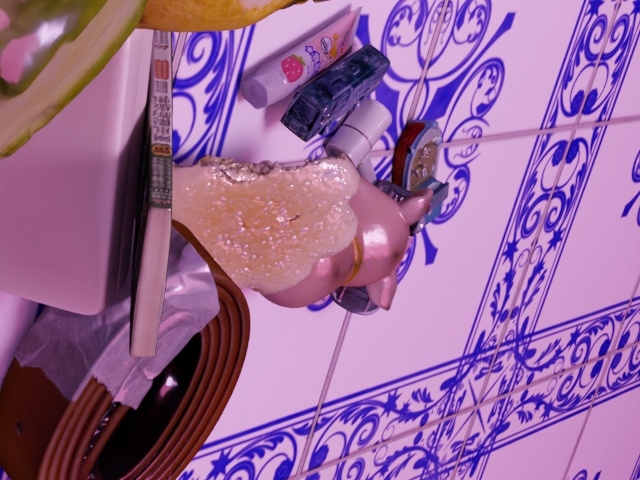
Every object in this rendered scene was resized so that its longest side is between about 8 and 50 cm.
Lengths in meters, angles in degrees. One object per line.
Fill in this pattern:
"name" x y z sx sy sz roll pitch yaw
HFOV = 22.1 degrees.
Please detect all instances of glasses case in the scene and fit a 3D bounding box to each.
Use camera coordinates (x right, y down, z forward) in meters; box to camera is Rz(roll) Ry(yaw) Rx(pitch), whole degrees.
"glasses case" -0.234 -0.087 1.507 0.070 0.131 0.313 -59 161 -59

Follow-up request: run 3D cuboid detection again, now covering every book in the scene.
"book" -0.160 -0.052 1.564 0.202 0.027 0.264 104 -13 -45

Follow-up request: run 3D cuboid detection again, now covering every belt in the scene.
"belt" -0.210 0.141 1.721 0.217 0.122 0.338 19 106 -46

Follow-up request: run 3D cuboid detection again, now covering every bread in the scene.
"bread" -0.076 -0.012 1.794 0.251 0.039 0.182 -3 121 -17

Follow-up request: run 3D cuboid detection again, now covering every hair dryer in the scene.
"hair dryer" 0.055 -0.109 2.039 0.082 0.047 0.137 -51 154 -19

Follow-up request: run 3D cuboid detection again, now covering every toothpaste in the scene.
"toothpaste" -0.015 -0.203 1.856 0.194 0.043 0.067 -38 151 -42

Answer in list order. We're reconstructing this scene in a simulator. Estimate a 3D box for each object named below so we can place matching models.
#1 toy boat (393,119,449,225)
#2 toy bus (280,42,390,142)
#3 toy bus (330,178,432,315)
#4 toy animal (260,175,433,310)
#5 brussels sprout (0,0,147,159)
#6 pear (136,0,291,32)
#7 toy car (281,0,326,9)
"toy boat" 0.135 -0.090 2.158 0.069 0.059 0.173 -36 141 -38
"toy bus" 0.019 -0.172 1.892 0.166 0.047 0.065 -41 168 -49
"toy bus" 0.071 0.007 2.111 0.174 0.079 0.077 -64 -168 9
"toy animal" 0.002 -0.002 1.954 0.248 0.149 0.165 -10 139 -40
"brussels sprout" -0.261 -0.223 1.125 0.315 0.276 0.371 1 81 -21
"pear" -0.104 -0.305 1.355 0.271 0.271 0.271 -37 142 -36
"toy car" -0.054 -0.340 1.565 0.198 0.204 0.248 -14 132 -24
